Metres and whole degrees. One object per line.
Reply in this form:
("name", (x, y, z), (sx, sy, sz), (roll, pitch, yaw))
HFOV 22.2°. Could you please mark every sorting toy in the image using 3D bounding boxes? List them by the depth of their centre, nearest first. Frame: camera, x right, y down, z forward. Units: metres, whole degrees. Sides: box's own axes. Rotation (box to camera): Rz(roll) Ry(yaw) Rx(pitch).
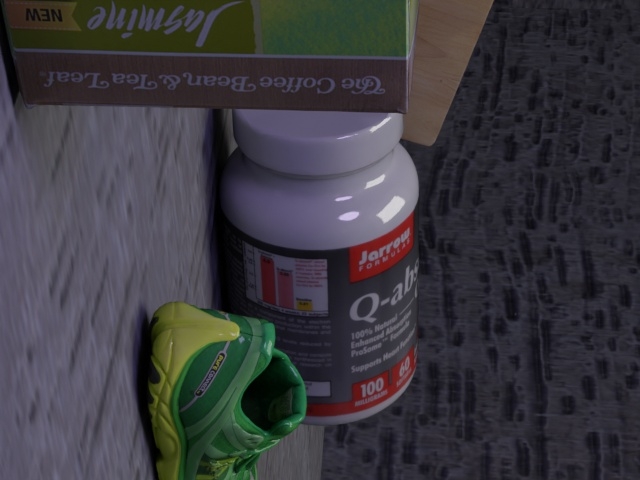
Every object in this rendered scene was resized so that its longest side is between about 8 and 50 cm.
("sorting toy", (0.054, -0.268, 1.881), (0.255, 0.257, 0.089), (-68, -152, 15))

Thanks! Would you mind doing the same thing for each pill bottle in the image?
("pill bottle", (0.000, 0.000, 1.724), (0.210, 0.210, 0.363), (-83, 173, -53))

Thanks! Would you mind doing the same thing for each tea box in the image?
("tea box", (-0.049, -0.289, 0.869), (0.329, 0.220, 0.323), (-84, 173, -46))

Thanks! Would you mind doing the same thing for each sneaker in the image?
("sneaker", (-0.073, 0.156, 1.349), (0.295, 0.123, 0.109), (86, 6, -58))
